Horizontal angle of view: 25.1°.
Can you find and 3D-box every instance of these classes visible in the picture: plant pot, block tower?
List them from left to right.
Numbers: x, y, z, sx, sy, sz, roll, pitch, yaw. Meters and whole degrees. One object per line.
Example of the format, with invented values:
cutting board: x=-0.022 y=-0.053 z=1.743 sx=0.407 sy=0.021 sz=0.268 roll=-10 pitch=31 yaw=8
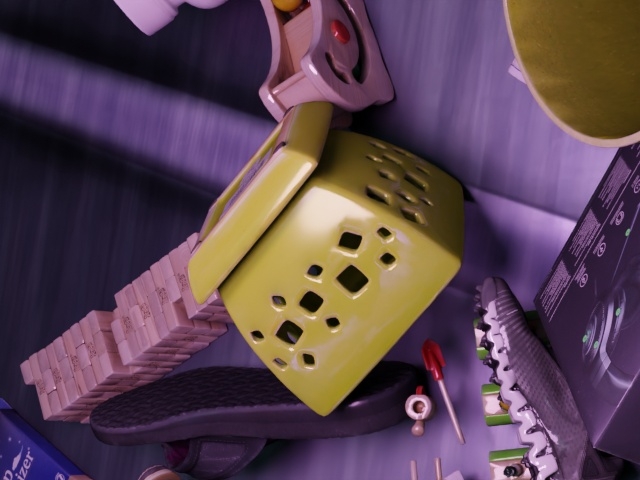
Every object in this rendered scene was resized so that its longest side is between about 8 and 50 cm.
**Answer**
block tower: x=-0.222 y=0.117 z=1.764 sx=0.335 sy=0.091 sz=0.097 roll=-34 pitch=63 yaw=31
plant pot: x=0.000 y=0.000 z=1.470 sx=0.207 sy=0.227 sz=0.228 roll=37 pitch=111 yaw=-10
plant pot: x=0.344 y=-0.226 z=1.179 sx=0.275 sy=0.294 sz=0.274 roll=30 pitch=124 yaw=60

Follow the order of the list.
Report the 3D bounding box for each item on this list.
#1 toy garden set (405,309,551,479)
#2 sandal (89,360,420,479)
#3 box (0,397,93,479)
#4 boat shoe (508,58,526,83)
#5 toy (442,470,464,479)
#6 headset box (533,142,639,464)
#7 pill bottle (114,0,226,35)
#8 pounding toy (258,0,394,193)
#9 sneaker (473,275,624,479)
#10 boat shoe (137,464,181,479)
toy garden set: x=0.169 y=0.195 z=1.424 sx=0.204 sy=0.049 sz=0.244 roll=-9 pitch=77 yaw=17
sandal: x=-0.087 y=0.213 z=1.608 sx=0.446 sy=0.167 sz=0.107 roll=-6 pitch=104 yaw=37
box: x=-0.402 y=0.319 z=1.914 sx=0.225 sy=0.036 sz=0.136 roll=32 pitch=103 yaw=38
boat shoe: x=0.236 y=-0.167 z=1.477 sx=0.100 sy=0.035 sz=0.035 roll=42 pitch=112 yaw=42
toy: x=0.090 y=0.359 z=1.502 sx=0.237 sy=0.056 sz=0.137 roll=-38 pitch=61 yaw=22
headset box: x=0.314 y=0.036 z=1.214 sx=0.283 sy=0.131 sz=0.246 roll=-97 pitch=31 yaw=-67
pill bottle: x=-0.115 y=-0.372 z=1.647 sx=0.301 sy=0.169 sz=0.169 roll=-37 pitch=61 yaw=7
pounding toy: x=-0.026 y=-0.178 z=1.609 sx=0.155 sy=0.154 sz=0.269 roll=-30 pitch=65 yaw=31
sneaker: x=0.219 y=0.138 z=1.361 sx=0.106 sy=0.078 sz=0.234 roll=-18 pitch=80 yaw=-1
boat shoe: x=-0.216 y=0.350 z=1.708 sx=0.073 sy=0.080 sz=0.223 roll=42 pitch=131 yaw=42
